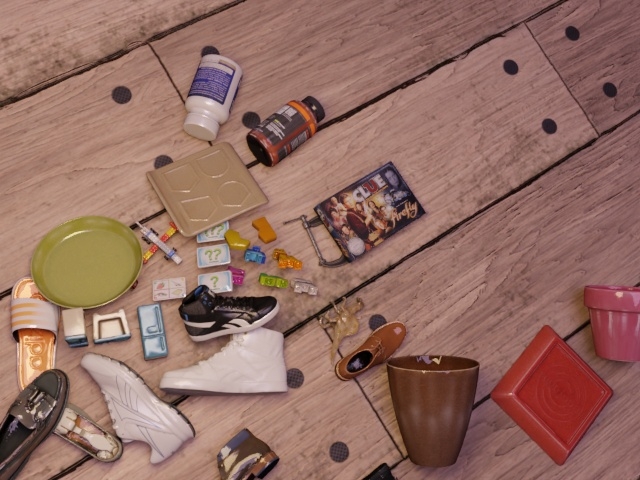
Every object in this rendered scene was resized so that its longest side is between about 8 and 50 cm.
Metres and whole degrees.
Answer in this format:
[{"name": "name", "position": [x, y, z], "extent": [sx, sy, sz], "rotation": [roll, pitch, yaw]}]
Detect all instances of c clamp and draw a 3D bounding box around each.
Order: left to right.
[{"name": "c clamp", "position": [0.000, 0.000, 1.864], "extent": [0.137, 0.022, 0.161], "rotation": [-26, 83, -25]}]

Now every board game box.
[{"name": "board game box", "position": [0.125, -0.074, 1.893], "extent": [0.243, 0.042, 0.165], "rotation": [-32, 86, -24]}]

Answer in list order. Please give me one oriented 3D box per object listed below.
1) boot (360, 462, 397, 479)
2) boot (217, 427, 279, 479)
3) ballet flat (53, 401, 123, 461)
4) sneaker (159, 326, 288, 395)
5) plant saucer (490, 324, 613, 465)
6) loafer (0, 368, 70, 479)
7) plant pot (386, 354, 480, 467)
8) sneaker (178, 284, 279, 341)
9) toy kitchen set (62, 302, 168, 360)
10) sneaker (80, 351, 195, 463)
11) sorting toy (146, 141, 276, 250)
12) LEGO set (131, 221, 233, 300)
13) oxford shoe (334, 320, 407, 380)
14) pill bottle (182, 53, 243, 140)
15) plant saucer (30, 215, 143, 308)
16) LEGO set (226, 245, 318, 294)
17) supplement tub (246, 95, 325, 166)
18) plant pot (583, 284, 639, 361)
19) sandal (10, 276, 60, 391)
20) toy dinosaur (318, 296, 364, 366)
[{"name": "boot", "position": [0.138, 0.585, 1.741], "extent": [0.121, 0.045, 0.099], "rotation": [-32, 89, -21]}, {"name": "boot", "position": [-0.205, 0.516, 1.663], "extent": [0.219, 0.082, 0.106], "rotation": [-37, 66, -16]}, {"name": "ballet flat", "position": [-0.511, 0.399, 1.600], "extent": [0.213, 0.068, 0.072], "rotation": [33, 71, -5]}, {"name": "sneaker", "position": [-0.218, 0.263, 1.700], "extent": [0.292, 0.108, 0.169], "rotation": [4, 73, -24]}, {"name": "plant saucer", "position": [0.601, 0.388, 1.912], "extent": [0.258, 0.048, 0.259], "rotation": [45, 71, 0]}, {"name": "loafer", "position": [-0.610, 0.384, 1.541], "extent": [0.096, 0.084, 0.267], "rotation": [27, 81, 16]}, {"name": "plant pot", "position": [0.262, 0.397, 1.751], "extent": [0.215, 0.215, 0.230], "rotation": [-1, 91, -15]}, {"name": "sneaker", "position": [-0.207, 0.142, 1.659], "extent": [0.217, 0.079, 0.121], "rotation": [-18, 122, 3]}, {"name": "toy kitchen set", "position": [-0.435, 0.202, 1.617], "extent": [0.207, 0.166, 0.122], "rotation": [-9, 79, -17]}, {"name": "sneaker", "position": [-0.410, 0.357, 1.621], "extent": [0.297, 0.111, 0.129], "rotation": [43, 76, 0]}, {"name": "sorting toy", "position": [-0.243, -0.085, 1.764], "extent": [0.229, 0.041, 0.307], "rotation": [-24, 62, -22]}, {"name": "LEGO set", "position": [-0.328, 0.040, 1.715], "extent": [0.244, 0.060, 0.182], "rotation": [-7, 68, 3]}, {"name": "oxford shoe", "position": [0.133, 0.263, 1.803], "extent": [0.212, 0.076, 0.076], "rotation": [-36, 86, -22]}, {"name": "pill bottle", "position": [-0.265, -0.344, 1.828], "extent": [0.112, 0.112, 0.187], "rotation": [19, 72, -10]}, {"name": "plant saucer", "position": [-0.512, 0.053, 1.669], "extent": [0.241, 0.037, 0.241], "rotation": [2, 57, -3]}, {"name": "LEGO set", "position": [-0.118, 0.059, 1.789], "extent": [0.227, 0.093, 0.087], "rotation": [10, 105, -17]}, {"name": "supplement tub", "position": [-0.080, -0.275, 1.864], "extent": [0.198, 0.106, 0.106], "rotation": [-40, 89, -20]}, {"name": "plant pot", "position": [0.778, 0.212, 1.936], "extent": [0.201, 0.201, 0.180], "rotation": [3, 91, -14]}, {"name": "sandal", "position": [-0.609, 0.204, 1.618], "extent": [0.102, 0.076, 0.265], "rotation": [-4, 78, -16]}, {"name": "toy dinosaur", "position": [0.046, 0.202, 1.806], "extent": [0.092, 0.053, 0.183], "rotation": [31, 71, -7]}]
